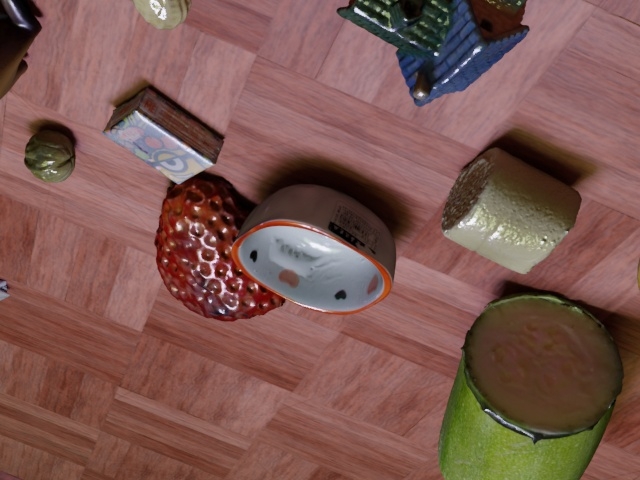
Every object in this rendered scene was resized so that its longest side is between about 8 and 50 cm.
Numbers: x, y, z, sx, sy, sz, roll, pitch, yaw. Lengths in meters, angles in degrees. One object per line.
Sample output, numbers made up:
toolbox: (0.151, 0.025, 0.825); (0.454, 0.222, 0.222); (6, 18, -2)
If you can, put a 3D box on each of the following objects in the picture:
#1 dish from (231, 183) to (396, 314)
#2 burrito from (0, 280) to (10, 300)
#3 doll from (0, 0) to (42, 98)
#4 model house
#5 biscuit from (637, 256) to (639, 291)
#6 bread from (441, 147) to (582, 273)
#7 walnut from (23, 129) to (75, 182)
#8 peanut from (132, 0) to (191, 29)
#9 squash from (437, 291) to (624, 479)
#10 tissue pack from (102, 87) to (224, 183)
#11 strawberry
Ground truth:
dish: (0.000, 0.000, 1.873); (0.256, 0.117, 0.256); (13, 149, 8)
burrito: (-0.723, 0.114, 2.519); (0.203, 0.064, 0.064); (-7, 141, 36)
doll: (-0.579, -0.272, 1.713); (0.339, 0.209, 0.318); (21, 117, -7)
model house: (0.126, -0.253, 1.343); (0.183, 0.172, 0.166); (29, 150, -15)
biscuit: (0.582, 0.066, 1.679); (0.296, 0.102, 0.296); (16, 148, 10)
bread: (0.255, -0.038, 1.656); (0.141, 0.134, 0.148); (26, 162, -10)
walnut: (-0.427, -0.133, 1.935); (0.092, 0.092, 0.092); (14, 149, 9)
peanut: (-0.200, -0.334, 1.488); (0.082, 0.082, 0.187); (14, 149, 8)
squash: (0.337, 0.279, 2.002); (0.263, 0.263, 0.384); (14, 149, 8)
tissue pack: (-0.233, -0.152, 1.814); (0.148, 0.060, 0.108); (35, 145, -26)
strawberry: (-0.160, 0.039, 1.998); (0.253, 0.150, 0.280); (19, 151, -2)
